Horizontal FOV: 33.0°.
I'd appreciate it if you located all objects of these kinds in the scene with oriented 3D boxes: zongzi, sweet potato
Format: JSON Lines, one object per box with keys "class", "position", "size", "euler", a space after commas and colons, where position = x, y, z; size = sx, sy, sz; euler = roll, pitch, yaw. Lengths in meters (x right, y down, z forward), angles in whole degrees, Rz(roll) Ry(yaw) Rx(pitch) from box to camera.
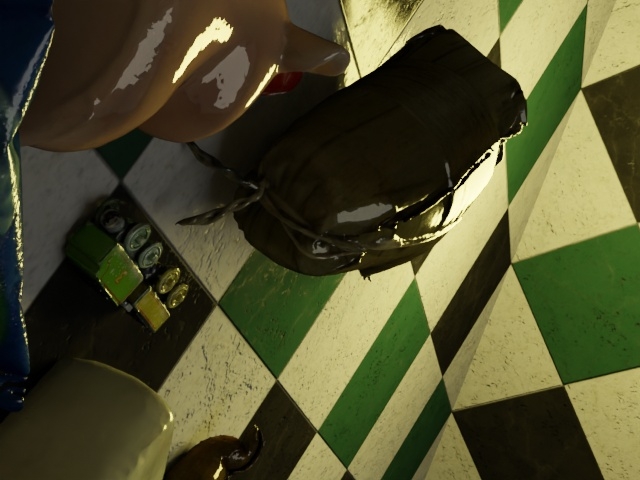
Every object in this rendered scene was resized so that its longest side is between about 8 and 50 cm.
{"class": "zongzi", "position": [0.017, 0.013, 1.365], "size": [0.500, 0.218, 0.467], "euler": [-36, 155, -42]}
{"class": "sweet potato", "position": [-0.188, 0.377, 1.482], "size": [0.310, 0.098, 0.124], "euler": [-57, 166, -3]}

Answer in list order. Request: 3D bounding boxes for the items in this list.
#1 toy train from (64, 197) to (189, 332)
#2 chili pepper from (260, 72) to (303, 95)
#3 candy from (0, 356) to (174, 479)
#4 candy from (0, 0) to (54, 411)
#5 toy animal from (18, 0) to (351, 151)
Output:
{"class": "toy train", "position": [-0.193, 0.032, 1.089], "size": [0.081, 0.060, 0.202], "euler": [-49, 157, -14]}
{"class": "chili pepper", "position": [-0.054, -0.190, 1.142], "size": [0.088, 0.065, 0.169], "euler": [-48, 166, 8]}
{"class": "candy", "position": [-0.273, 0.299, 1.017], "size": [0.359, 0.145, 0.208], "euler": [-58, 166, -56]}
{"class": "candy", "position": [-0.270, -0.026, 0.687], "size": [0.077, 0.187, 0.331], "euler": [-103, -156, -55]}
{"class": "toy animal", "position": [-0.135, -0.152, 0.811], "size": [0.213, 0.195, 0.256], "euler": [-42, 168, 18]}
